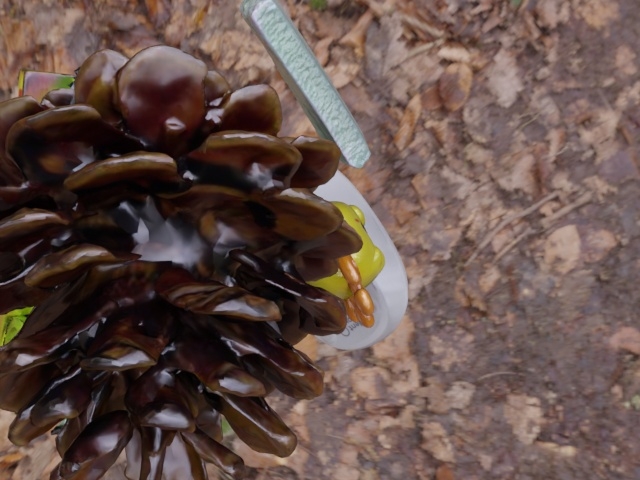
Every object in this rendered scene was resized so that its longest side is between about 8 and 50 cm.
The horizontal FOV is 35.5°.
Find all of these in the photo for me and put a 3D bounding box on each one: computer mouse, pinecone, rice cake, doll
[{"bbox_3d":[0.000,0.000,1.308,0.297,0.184,0.121,47,42,-1],"label":"computer mouse"},{"bbox_3d":[-0.076,0.024,0.458,0.207,0.208,0.208,2,81,-13],"label":"pinecone"},{"bbox_3d":[-0.017,-0.175,1.076,0.042,0.080,0.222,-36,123,0],"label":"rice cake"},{"bbox_3d":[-0.009,0.005,1.116,0.135,0.143,0.221,-34,72,-13],"label":"doll"}]

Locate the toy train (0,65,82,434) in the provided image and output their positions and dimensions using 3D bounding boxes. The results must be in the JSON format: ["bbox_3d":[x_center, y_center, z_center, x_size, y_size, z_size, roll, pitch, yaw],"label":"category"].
[{"bbox_3d":[-0.211,0.004,0.813,0.100,0.160,0.296,1,102,-30],"label":"toy train"}]
